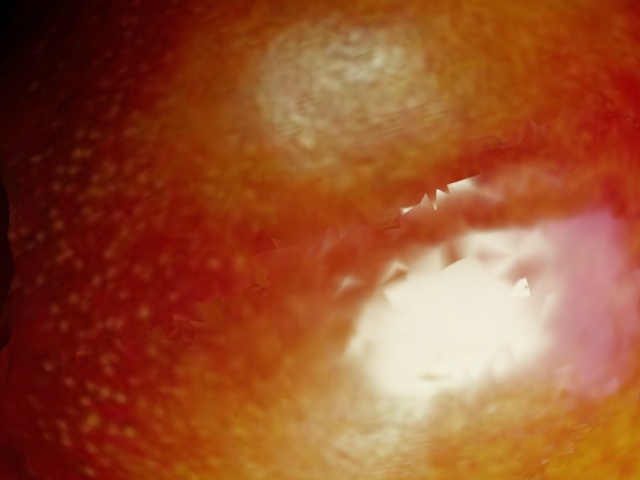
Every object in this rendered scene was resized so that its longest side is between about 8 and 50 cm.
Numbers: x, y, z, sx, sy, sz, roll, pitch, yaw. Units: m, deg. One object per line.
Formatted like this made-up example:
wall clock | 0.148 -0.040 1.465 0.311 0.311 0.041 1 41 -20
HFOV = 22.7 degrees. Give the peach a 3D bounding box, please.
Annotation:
peach | 0.000 0.000 0.714 0.388 0.388 0.388 -22 121 -44
